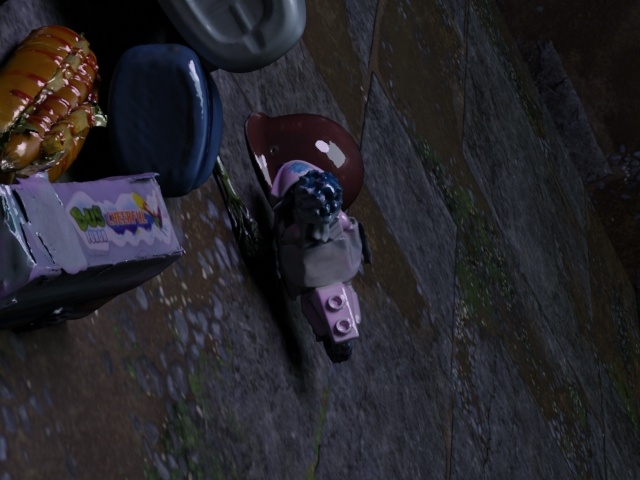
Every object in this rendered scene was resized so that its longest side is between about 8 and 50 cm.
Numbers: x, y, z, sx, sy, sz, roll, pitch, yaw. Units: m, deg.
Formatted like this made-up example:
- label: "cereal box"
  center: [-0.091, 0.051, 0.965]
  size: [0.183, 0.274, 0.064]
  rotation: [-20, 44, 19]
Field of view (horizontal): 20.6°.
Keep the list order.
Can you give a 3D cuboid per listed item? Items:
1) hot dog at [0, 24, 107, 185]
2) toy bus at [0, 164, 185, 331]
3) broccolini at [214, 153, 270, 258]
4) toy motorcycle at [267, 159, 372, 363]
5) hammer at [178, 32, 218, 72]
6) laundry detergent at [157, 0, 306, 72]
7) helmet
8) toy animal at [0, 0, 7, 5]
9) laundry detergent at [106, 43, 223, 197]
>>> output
- label: "hot dog"
  center: [-0.238, -0.115, 1.531]
  size: [0.250, 0.076, 0.104]
  rotation: [-75, 141, -65]
- label: "toy bus"
  center: [-0.219, 0.007, 1.349]
  size: [0.112, 0.138, 0.317]
  rotation: [68, 16, 2]
- label: "broccolini"
  center: [-0.095, -0.045, 1.957]
  size: [0.140, 0.030, 0.035]
  rotation: [66, 9, 5]
- label: "toy motorcycle"
  center: [-0.006, 0.002, 1.942]
  size: [0.239, 0.108, 0.204]
  rotation: [57, -17, 16]
- label: "hammer"
  center: [-0.197, -0.337, 1.879]
  size: [0.111, 0.043, 0.365]
  rotation: [-102, 166, -47]
- label: "laundry detergent"
  center: [-0.106, -0.318, 1.846]
  size: [0.264, 0.124, 0.398]
  rotation: [57, 9, -10]
- label: "helmet"
  center: [-0.008, -0.099, 2.138]
  size: [0.175, 0.106, 0.155]
  rotation: [55, 22, -27]
- label: "toy animal"
  center: [-0.271, -0.332, 1.523]
  size: [0.187, 0.165, 0.235]
  rotation: [-43, 114, -53]
- label: "laundry detergent"
  center: [-0.140, -0.118, 1.729]
  size: [0.290, 0.094, 0.143]
  rotation: [-48, 132, -84]
